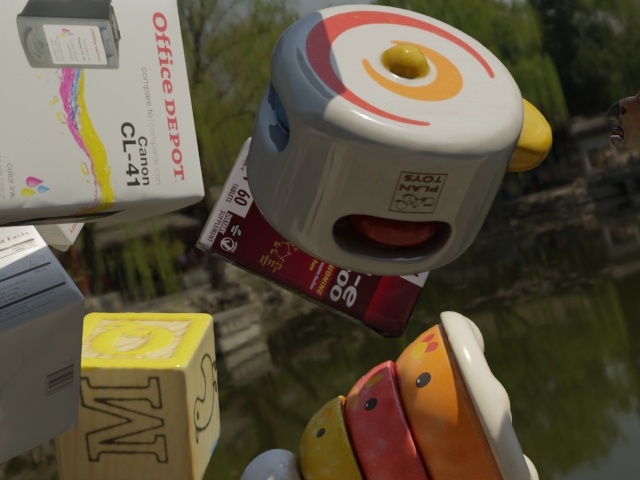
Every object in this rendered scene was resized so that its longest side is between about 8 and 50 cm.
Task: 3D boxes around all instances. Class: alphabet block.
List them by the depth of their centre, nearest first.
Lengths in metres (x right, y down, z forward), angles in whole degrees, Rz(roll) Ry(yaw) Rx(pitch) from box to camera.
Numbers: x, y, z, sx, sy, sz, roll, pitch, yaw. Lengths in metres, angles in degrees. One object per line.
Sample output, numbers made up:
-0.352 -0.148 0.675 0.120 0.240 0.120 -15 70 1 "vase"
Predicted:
-0.253 0.224 1.540 0.194 0.197 0.192 0 19 5 "alphabet block"

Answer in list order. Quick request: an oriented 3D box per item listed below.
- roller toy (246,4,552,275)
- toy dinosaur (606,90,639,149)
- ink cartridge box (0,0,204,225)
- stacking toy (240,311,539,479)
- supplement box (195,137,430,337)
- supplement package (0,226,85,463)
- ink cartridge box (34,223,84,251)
0.050 -0.081 0.831 0.191 0.209 0.146 -38 -26 -43 "roller toy"
0.485 -0.109 1.260 0.296 0.200 0.127 -19 28 -19 "toy dinosaur"
-0.277 -0.129 1.059 0.131 0.226 0.306 -9 -2 45 "ink cartridge box"
0.088 0.353 1.839 0.480 0.350 0.350 -22 -1 4 "stacking toy"
0.000 0.000 1.204 0.239 0.130 0.073 25 -7 -9 "supplement box"
-0.394 0.133 1.262 0.204 0.145 0.262 -24 -31 -31 "supplement package"
-0.351 -0.061 1.379 0.090 0.143 0.092 0 49 29 "ink cartridge box"
